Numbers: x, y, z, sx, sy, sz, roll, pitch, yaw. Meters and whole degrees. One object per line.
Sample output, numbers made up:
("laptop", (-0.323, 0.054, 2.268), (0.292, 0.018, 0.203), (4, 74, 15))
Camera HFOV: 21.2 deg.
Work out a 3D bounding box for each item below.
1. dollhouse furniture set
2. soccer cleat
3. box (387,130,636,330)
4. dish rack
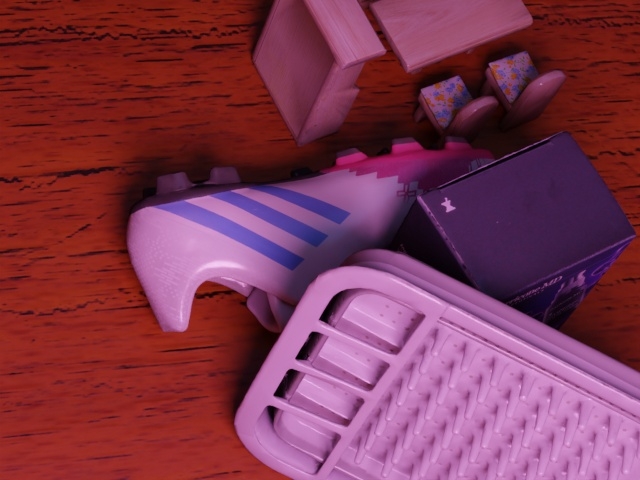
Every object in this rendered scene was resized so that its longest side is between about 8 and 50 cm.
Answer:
("dollhouse furniture set", (0.080, -0.197, 1.517), (0.242, 0.161, 0.212), (-22, 74, -22))
("soccer cleat", (0.000, 0.000, 1.450), (0.331, 0.116, 0.143), (-10, 85, -16))
("box", (0.140, 0.024, 1.407), (0.153, 0.207, 0.108), (-24, 71, -22))
("dish rack", (0.120, 0.139, 1.320), (0.333, 0.285, 0.072), (27, 49, -2))
